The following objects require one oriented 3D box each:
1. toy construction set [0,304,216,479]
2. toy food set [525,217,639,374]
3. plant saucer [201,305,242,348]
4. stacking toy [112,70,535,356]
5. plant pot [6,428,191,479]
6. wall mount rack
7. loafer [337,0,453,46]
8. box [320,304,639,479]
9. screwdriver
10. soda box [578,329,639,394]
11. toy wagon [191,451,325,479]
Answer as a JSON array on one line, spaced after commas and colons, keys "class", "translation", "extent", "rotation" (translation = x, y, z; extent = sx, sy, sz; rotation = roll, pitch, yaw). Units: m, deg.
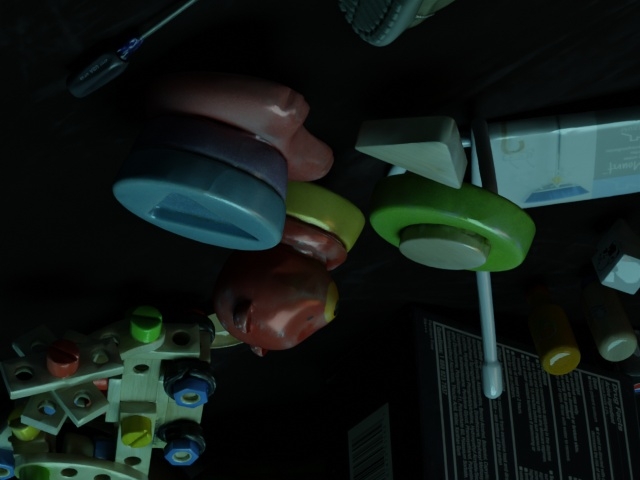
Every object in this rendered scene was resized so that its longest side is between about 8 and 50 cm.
[{"class": "toy construction set", "translation": [-0.209, 0.149, 1.845], "extent": [0.215, 0.151, 0.328], "rotation": [2, 155, -8]}, {"class": "toy food set", "translation": [0.298, 0.025, 1.925], "extent": [0.111, 0.104, 0.232], "rotation": [17, 125, -26]}, {"class": "plant saucer", "translation": [-0.090, 0.078, 1.893], "extent": [0.083, 0.015, 0.083], "rotation": [-11, 154, -5]}, {"class": "stacking toy", "translation": [0.000, 0.000, 1.518], "extent": [0.279, 0.130, 0.309], "rotation": [9, 162, 25]}, {"class": "plant pot", "translation": [-0.250, 0.269, 2.040], "extent": [0.237, 0.237, 0.110], "rotation": [-16, 113, 6]}, {"class": "wall mount rack", "translation": [0.238, -0.001, 1.718], "extent": [0.350, 0.130, 0.304], "rotation": [-7, 147, 1]}, {"class": "loafer", "translation": [0.087, -0.219, 1.311], "extent": [0.087, 0.094, 0.251], "rotation": [-28, 173, -30]}, {"class": "box", "translation": [0.169, 0.264, 2.014], "extent": [0.294, 0.296, 0.183], "rotation": [18, 142, -28]}, {"class": "screwdriver", "translation": [-0.118, -0.154, 1.412], "extent": [0.170, 0.025, 0.024], "rotation": [-37, 147, 24]}, {"class": "soda box", "translation": [0.365, 0.134, 2.183], "extent": [0.169, 0.060, 0.053], "rotation": [4, 152, -34]}, {"class": "toy wagon", "translation": [-0.044, 0.300, 2.135], "extent": [0.344, 0.267, 0.068], "rotation": [1, 107, -23]}]
